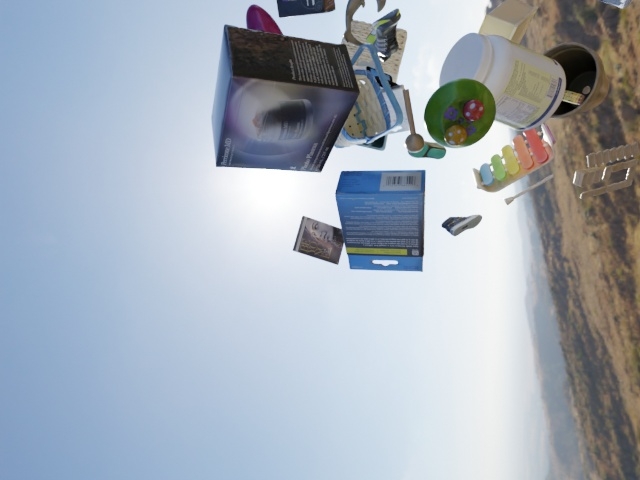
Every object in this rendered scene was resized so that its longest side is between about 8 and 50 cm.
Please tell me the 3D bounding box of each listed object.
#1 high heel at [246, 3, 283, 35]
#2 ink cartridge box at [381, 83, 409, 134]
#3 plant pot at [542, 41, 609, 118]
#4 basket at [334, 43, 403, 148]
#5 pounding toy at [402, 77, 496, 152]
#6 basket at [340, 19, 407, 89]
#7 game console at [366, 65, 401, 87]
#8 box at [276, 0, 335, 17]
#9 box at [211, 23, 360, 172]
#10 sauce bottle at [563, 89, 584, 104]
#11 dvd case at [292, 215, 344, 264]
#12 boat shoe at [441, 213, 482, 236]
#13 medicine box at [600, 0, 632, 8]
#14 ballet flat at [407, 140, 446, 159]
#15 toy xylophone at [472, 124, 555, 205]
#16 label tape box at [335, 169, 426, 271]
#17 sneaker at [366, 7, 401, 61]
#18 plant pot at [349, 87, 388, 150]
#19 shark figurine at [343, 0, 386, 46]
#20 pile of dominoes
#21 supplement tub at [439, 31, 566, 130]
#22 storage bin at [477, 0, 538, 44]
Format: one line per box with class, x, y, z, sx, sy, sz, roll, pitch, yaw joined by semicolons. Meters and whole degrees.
high heel;-0.190;-0.571;1.394;0.181;0.127;0.377;-22;-90;-52
ink cartridge box;0.274;-0.502;1.716;0.179;0.145;0.045;60;-143;-39
plant pot;1.168;-0.714;2.042;0.280;0.323;0.323;-4;-85;-37
basket;0.126;-0.419;1.372;0.201;0.289;0.255;-19;-95;-31
pounding toy;0.333;-0.305;1.129;0.110;0.236;0.183;-79;-18;-58
basket;0.255;-0.922;2.272;0.331;0.328;0.267;-31;-45;-82
game console;0.243;-0.625;1.691;0.122;0.107;0.071;11;-87;-24
box;-0.056;-0.868;1.407;0.143;0.165;0.270;-61;-31;-56
box;-0.104;-0.326;1.090;0.296;0.293;0.183;120;145;-54
sauce bottle;1.000;-0.588;1.802;0.042;0.128;0.042;-34;-41;-35
dvd case;0.000;0.000;1.976;0.018;0.221;0.165;163;124;-71
boat shoe;0.631;-0.086;1.977;0.183;0.083;0.065;-23;-47;-21
medicine box;0.536;-0.645;0.847;0.149;0.289;0.264;-13;-46;-63
ballet flat;0.401;-0.357;1.719;0.213;0.068;0.072;1;-47;-36
toy xylophone;0.737;-0.278;1.659;0.081;0.322;0.236;31;-146;-30
label tape box;0.188;-0.051;1.317;0.334;0.240;0.106;76;-160;-47
sneaker;0.264;-0.789;1.712;0.121;0.111;0.300;58;-178;-5
plant pot;0.228;-0.574;2.044;0.252;0.247;0.247;-43;-35;-62
shark figurine;0.119;-0.697;1.248;0.278;0.166;0.116;-51;-16;10
pile of dominoes;1.103;-0.275;1.707;0.040;0.251;0.196;-119;17;-54
supplement tub;0.565;-0.497;1.393;0.235;0.324;0.236;-169;90;-68
storage bin;0.679;-0.755;1.700;0.262;0.123;0.260;-46;-19;-36
